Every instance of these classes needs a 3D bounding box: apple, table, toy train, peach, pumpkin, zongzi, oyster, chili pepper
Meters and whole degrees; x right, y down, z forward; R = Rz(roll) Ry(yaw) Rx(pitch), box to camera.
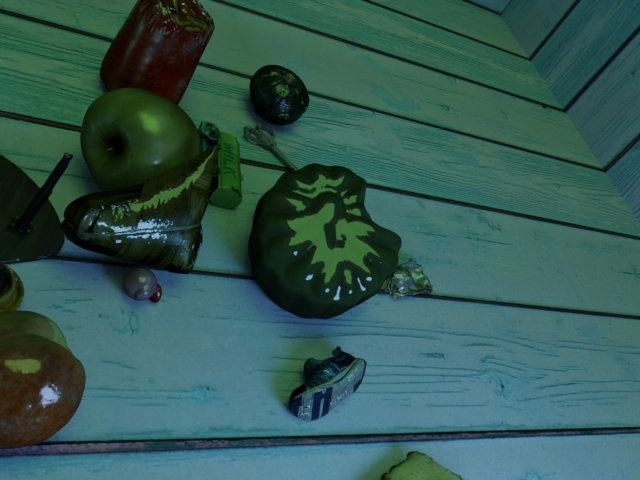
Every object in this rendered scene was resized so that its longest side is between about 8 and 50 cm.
[{"bbox_3d":[-0.393,-0.211,1.451,0.262,0.262,0.263,19,43,-19],"label":"apple"},{"bbox_3d":[-0.606,-0.129,1.223,0.317,0.249,0.318,19,43,-19],"label":"table"},{"bbox_3d":[-0.259,-0.188,1.651,0.157,0.105,0.253,26,39,-33],"label":"toy train"},{"bbox_3d":[-0.493,0.227,1.024,0.232,0.233,0.233,19,43,-19],"label":"peach"},{"bbox_3d":[-0.122,-0.429,1.930,0.190,0.146,0.191,17,62,-36],"label":"pumpkin"},{"bbox_3d":[-0.340,-0.095,1.304,0.134,0.289,0.285,26,4,43],"label":"zongzi"},{"bbox_3d":[0.231,0.101,1.741,0.165,0.053,0.109,-3,72,-46],"label":"oyster"},{"bbox_3d":[-0.400,-0.487,1.678,0.251,0.305,0.229,-6,60,-50],"label":"chili pepper"}]

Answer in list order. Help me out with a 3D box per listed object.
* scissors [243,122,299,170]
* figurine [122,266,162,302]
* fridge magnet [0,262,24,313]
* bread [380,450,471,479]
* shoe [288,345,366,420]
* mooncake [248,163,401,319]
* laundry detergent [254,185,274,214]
[{"bbox_3d":[-0.128,-0.257,1.857,0.212,0.021,0.110,47,38,13],"label":"scissors"},{"bbox_3d":[-0.366,0.086,1.326,0.083,0.067,0.071,37,17,26],"label":"figurine"},{"bbox_3d":[-0.603,0.085,1.163,0.142,0.063,0.143,18,41,-16],"label":"fridge magnet"},{"bbox_3d":[0.197,0.520,1.218,0.263,0.198,0.236,-23,61,-44],"label":"bread"},{"bbox_3d":[0.004,0.296,1.381,0.106,0.092,0.207,31,39,29],"label":"shoe"},{"bbox_3d":[0.000,0.000,1.496,0.350,0.187,0.352,5,70,-14],"label":"mooncake"},{"bbox_3d":[-0.023,-0.022,1.647,0.289,0.094,0.143,41,43,7],"label":"laundry detergent"}]
